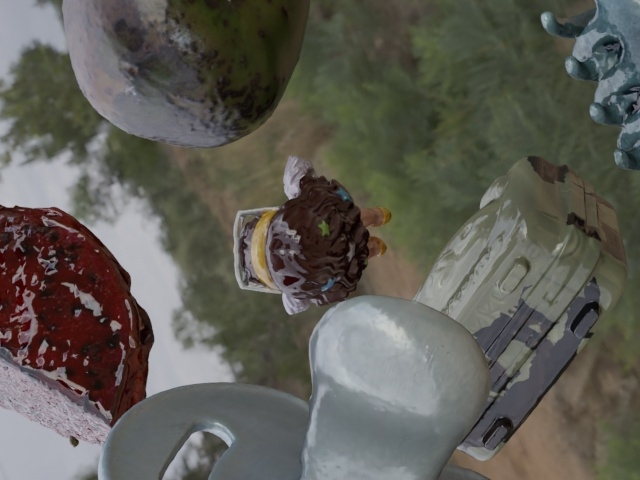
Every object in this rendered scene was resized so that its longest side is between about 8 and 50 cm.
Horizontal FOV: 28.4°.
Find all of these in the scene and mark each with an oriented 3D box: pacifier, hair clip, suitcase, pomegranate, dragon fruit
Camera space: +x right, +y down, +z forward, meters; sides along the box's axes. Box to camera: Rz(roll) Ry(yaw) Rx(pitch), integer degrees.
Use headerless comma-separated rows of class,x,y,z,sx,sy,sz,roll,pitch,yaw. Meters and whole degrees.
pacifier,0.026,0.124,0.650,0.227,0.279,0.207,-57,-11,-69
hair clip,0.427,-0.176,1.419,0.318,0.238,0.392,63,-163,11
suitcase,0.229,0.067,1.620,0.194,0.352,0.339,31,-154,-5
pomegranate,-0.174,-0.234,1.425,0.340,0.285,0.285,-14,99,59
dragon fruit,-0.261,0.069,1.151,0.317,0.152,0.205,28,155,12

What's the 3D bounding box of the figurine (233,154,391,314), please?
figurine,0.000,0.000,1.339,0.240,0.115,0.175,-17,-70,-69
